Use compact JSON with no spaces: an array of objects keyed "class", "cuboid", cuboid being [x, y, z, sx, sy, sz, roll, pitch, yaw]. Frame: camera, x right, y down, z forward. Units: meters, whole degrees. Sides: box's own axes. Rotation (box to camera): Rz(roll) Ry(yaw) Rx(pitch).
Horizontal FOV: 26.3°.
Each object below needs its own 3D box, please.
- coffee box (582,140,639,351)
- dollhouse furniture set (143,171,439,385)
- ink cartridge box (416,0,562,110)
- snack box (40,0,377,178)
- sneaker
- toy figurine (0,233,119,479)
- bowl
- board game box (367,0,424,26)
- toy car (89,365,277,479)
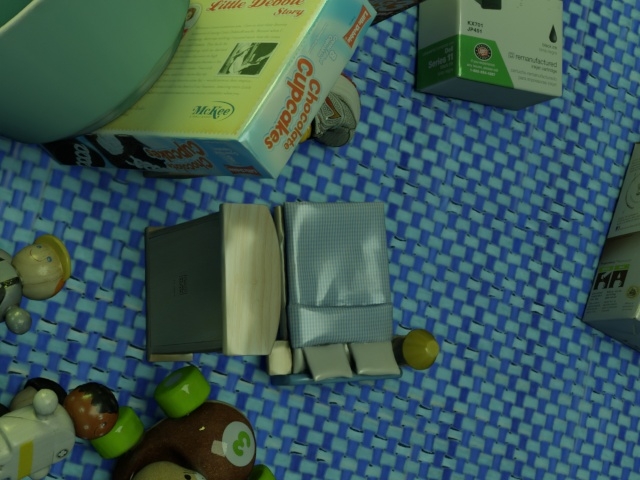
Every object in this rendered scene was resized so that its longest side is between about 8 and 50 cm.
[{"class":"coffee box","cuboid":[0.429,0.011,1.653,0.141,0.098,0.247,27,72,-24]},{"class":"dollhouse furniture set","cuboid":[0.000,0.000,1.364,0.303,0.198,0.287,1,84,-29]},{"class":"ink cartridge box","cuboid":[0.195,-0.267,1.565,0.153,0.087,0.209,6,80,-29]},{"class":"snack box","cuboid":[-0.117,-0.151,1.247,0.060,0.322,0.187,46,64,-36]},{"class":"sneaker","cuboid":[-0.025,-0.135,1.386,0.225,0.088,0.093,33,59,-63]},{"class":"toy figurine","cuboid":[-0.280,0.104,1.193,0.148,0.209,0.213,-22,95,-35]},{"class":"bowl","cuboid":[-0.238,-0.208,1.227,0.163,0.311,0.312,46,64,-36]},{"class":"board game box","cuboid":[-0.011,-0.326,1.343,0.141,0.291,0.232,-6,88,-29]},{"class":"toy car","cuboid":[-0.124,0.233,1.256,0.149,0.188,0.155,-32,106,3]}]
